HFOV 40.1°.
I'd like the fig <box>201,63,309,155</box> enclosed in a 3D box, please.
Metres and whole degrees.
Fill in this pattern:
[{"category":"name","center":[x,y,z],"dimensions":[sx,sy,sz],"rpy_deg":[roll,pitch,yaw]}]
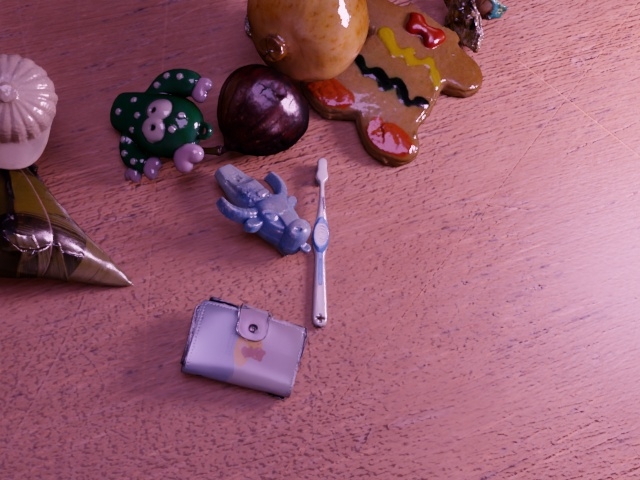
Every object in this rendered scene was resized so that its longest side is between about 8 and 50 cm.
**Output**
[{"category":"fig","center":[-0.149,-0.251,1.882],"dimensions":[0.204,0.186,0.249],"rpy_deg":[41,73,-11]}]

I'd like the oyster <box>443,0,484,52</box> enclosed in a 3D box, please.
[{"category":"oyster","center":[0.344,-0.535,2.130],"dimensions":[0.056,0.105,0.177],"rpy_deg":[-24,94,-32]}]

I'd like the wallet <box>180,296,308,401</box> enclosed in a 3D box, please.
[{"category":"wallet","center":[-0.150,0.212,1.735],"dimensions":[0.231,0.069,0.170],"rpy_deg":[17,69,-8]}]

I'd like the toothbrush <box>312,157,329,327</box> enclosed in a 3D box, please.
[{"category":"toothbrush","center":[0.001,-0.002,1.868],"dimensions":[0.040,0.040,0.386],"rpy_deg":[3,66,-8]}]

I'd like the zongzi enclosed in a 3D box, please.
[{"category":"zongzi","center":[-0.542,-0.037,1.771],"dimensions":[0.317,0.154,0.289],"rpy_deg":[16,44,-37]}]

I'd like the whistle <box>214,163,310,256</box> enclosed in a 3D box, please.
[{"category":"whistle","center":[-0.119,-0.066,1.849],"dimensions":[0.269,0.093,0.180],"rpy_deg":[44,43,11]}]

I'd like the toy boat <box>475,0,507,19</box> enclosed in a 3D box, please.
[{"category":"toy boat","center":[0.374,-0.663,2.191],"dimensions":[0.099,0.108,0.293],"rpy_deg":[-24,63,15]}]

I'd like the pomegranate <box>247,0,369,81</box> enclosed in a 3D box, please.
[{"category":"pomegranate","center":[-0.023,-0.491,1.898],"dimensions":[0.307,0.307,0.307],"rpy_deg":[4,66,-8]}]

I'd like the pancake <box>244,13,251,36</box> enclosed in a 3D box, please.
[{"category":"pancake","center":[-0.130,-0.512,2.083],"dimensions":[0.108,0.017,0.108],"rpy_deg":[5,66,-11]}]

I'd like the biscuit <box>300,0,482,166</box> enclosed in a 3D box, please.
[{"category":"biscuit","center":[0.162,-0.398,2.051],"dimensions":[0.368,0.076,0.394],"rpy_deg":[40,66,8]}]

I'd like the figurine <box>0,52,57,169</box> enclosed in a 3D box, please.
[{"category":"figurine","center":[-0.623,-0.292,1.733],"dimensions":[0.185,0.204,0.332],"rpy_deg":[-20,37,-14]}]

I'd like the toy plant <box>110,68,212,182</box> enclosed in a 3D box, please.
[{"category":"toy plant","center":[-0.332,-0.246,1.859],"dimensions":[0.243,0.112,0.232],"rpy_deg":[-11,77,19]}]
